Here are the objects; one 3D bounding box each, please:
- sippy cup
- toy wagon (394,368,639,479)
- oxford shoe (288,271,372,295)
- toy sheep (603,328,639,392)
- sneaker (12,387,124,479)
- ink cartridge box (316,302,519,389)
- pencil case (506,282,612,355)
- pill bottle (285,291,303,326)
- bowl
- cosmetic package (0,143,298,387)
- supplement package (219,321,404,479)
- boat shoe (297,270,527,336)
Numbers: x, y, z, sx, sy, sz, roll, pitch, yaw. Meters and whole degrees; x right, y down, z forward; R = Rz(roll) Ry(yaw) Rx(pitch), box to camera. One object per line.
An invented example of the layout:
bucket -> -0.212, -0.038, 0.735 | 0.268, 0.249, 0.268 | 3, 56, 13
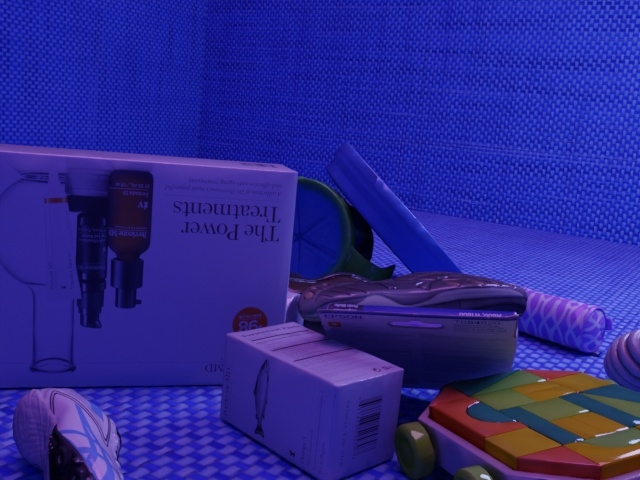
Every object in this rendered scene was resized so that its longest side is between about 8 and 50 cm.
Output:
sippy cup -> 0.000, 0.000, 1.469 | 0.240, 0.306, 0.224 | -30, -17, 21
toy wagon -> 0.213, 0.193, 0.735 | 0.267, 0.068, 0.344 | -7, 7, -20
oxford shoe -> 0.011, 0.110, 1.251 | 0.227, 0.083, 0.096 | -1, 30, -27
toy sheep -> 0.443, 0.174, 0.993 | 0.091, 0.132, 0.091 | 13, 48, -15
sneaker -> -0.201, 0.191, 0.610 | 0.086, 0.085, 0.237 | 8, 10, -35
ink cartridge box -> 0.120, 0.120, 0.852 | 0.223, 0.045, 0.224 | 2, -32, 11
pencil case -> 0.405, 0.132, 1.252 | 0.088, 0.086, 0.206 | -21, 24, -35
pill bottle -> -0.121, 0.105, 1.068 | 0.180, 0.108, 0.108 | 10, 11, 20
bowl -> 0.156, -0.034, 1.475 | 0.391, 0.077, 0.391 | 48, 6, -7
cosmetic package -> -0.229, 0.036, 0.894 | 0.377, 0.285, 0.097 | 2, 12, -16
supplement package -> -0.014, 0.167, 0.770 | 0.105, 0.105, 0.179 | -4, 13, -43
boat shoe -> 0.139, 0.122, 1.058 | 0.355, 0.130, 0.132 | -3, 8, -14
